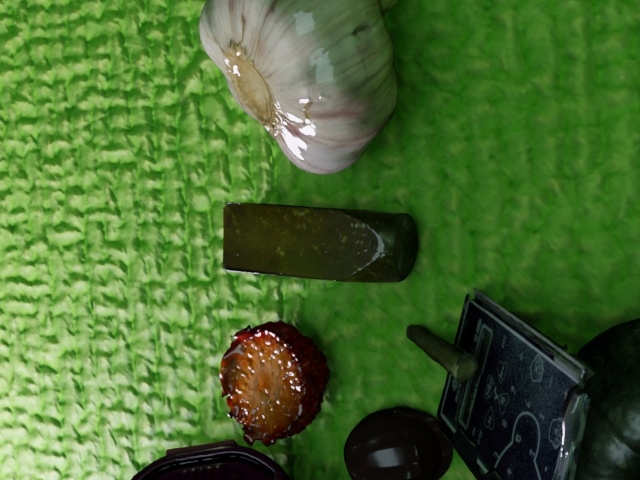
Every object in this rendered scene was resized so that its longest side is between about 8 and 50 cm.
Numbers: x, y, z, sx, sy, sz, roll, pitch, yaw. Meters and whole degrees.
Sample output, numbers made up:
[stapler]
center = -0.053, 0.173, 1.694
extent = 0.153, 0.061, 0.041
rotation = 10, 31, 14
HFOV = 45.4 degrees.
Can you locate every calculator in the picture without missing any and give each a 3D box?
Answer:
[calculator]
center = 0.172, 0.153, 0.720
extent = 0.028, 0.274, 0.166
rotation = 8, 99, -11

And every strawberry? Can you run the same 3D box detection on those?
[strawberry]
center = -0.053, 0.166, 0.913
extent = 0.145, 0.086, 0.145
rotation = 0, 89, 25

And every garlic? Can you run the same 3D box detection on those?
[garlic]
center = 0.015, -0.225, 0.804
extent = 0.253, 0.245, 0.245
rotation = -41, 73, -18

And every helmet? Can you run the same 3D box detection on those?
[helmet]
center = 0.080, 0.242, 0.864
extent = 0.123, 0.070, 0.098
rotation = -13, 88, 28

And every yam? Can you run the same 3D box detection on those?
[yam]
center = 0.127, 0.113, 0.817
extent = 0.027, 0.129, 0.033
rotation = 5, 102, -19

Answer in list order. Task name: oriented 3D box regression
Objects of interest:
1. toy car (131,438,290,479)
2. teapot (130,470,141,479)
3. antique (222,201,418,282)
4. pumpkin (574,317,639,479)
[toy car]
center = -0.110, 0.424, 0.901
extent = 0.271, 0.240, 0.341
rotation = -8, 65, 1
[teapot]
center = -0.246, 0.376, 1.001
extent = 0.087, 0.177, 0.096
rotation = 33, 118, -23
[antique]
center = 0.000, 0.000, 0.875
extent = 0.220, 0.080, 0.081
rotation = 4, 95, 27
[pumpkin]
center = 0.330, 0.213, 0.657
extent = 0.300, 0.207, 0.300
rotation = 4, 103, 19
